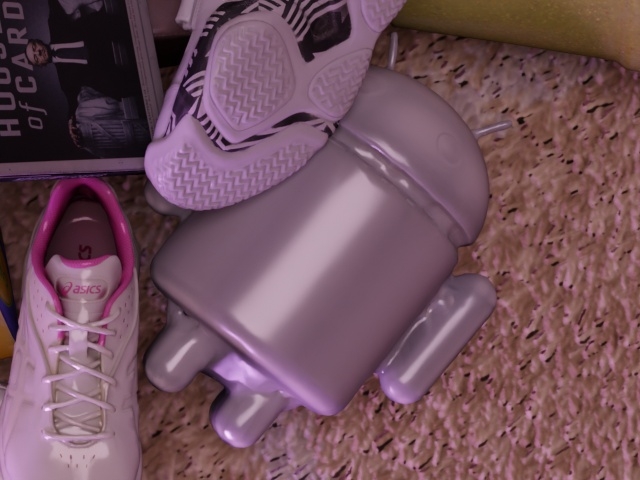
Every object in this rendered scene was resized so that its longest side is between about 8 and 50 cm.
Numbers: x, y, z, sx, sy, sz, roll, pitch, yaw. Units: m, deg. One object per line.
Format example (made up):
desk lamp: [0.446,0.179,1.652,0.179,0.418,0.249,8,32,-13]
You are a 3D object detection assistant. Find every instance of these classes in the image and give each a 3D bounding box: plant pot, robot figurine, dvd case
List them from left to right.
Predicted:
dvd case: [-0.199,-0.133,1.190,0.030,0.239,0.179,-12,88,31]
robot figurine: [0.000,0.000,1.356,0.300,0.200,0.353,40,84,-9]
plant pot: [0.183,-0.264,1.376,0.254,0.276,0.276,2,85,8]

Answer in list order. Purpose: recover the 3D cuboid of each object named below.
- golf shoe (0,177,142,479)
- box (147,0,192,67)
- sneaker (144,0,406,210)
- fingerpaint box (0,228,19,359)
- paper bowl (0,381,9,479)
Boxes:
golf shoe: [-0.191,0.088,1.266,0.115,0.140,0.306,-1,63,-9]
box: [-0.303,-0.225,1.344,0.381,0.143,0.191,-7,85,-10]
sneaker: [-0.047,-0.208,1.281,0.137,0.210,0.365,28,96,-45]
fingerpaint box: [-0.451,-0.037,1.204,0.371,0.445,0.163,-14,59,-4]
paper bowl: [-0.298,0.254,1.347,0.284,0.148,0.284,0,85,-2]
